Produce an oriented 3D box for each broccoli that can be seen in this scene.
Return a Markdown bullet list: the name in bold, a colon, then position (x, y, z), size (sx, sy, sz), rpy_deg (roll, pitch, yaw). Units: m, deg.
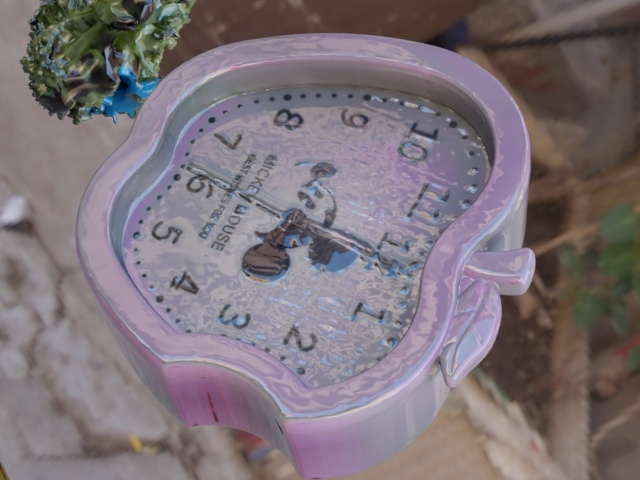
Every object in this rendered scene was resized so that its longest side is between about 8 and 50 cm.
- **broccoli**: position (-0.185, -0.186, 1.514), size (0.167, 0.160, 0.154), rpy_deg (-5, 85, -20)

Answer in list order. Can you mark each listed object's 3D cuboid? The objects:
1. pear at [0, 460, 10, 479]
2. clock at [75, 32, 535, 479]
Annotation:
- **pear**: position (-0.268, 0.182, 0.792), size (0.304, 0.304, 0.304), rpy_deg (44, 28, -31)
- **clock**: position (0.000, 0.000, 1.231), size (0.102, 0.338, 0.338), rpy_deg (79, -2, -56)
